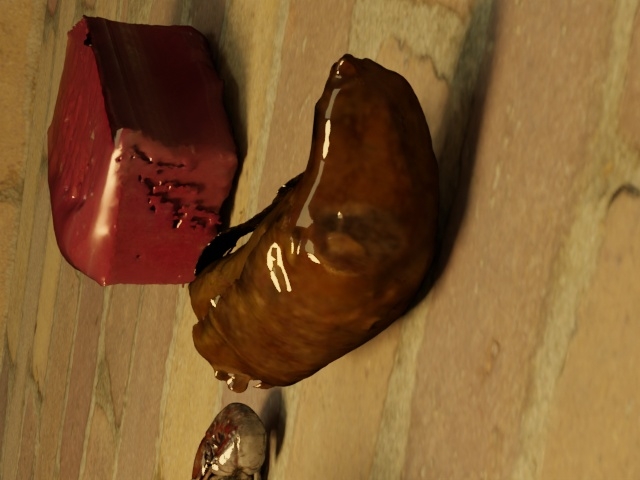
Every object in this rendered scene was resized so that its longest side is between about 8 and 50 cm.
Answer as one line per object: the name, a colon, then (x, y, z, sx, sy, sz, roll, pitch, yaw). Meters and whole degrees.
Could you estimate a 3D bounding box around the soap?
soap: (-0.166, -0.086, 1.428, 0.325, 0.127, 0.220, -109, 32, -54)

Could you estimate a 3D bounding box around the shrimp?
shrimp: (-0.072, 0.185, 1.165, 0.065, 0.057, 0.165, -121, 37, -52)

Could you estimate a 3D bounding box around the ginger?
ginger: (-0.006, 0.013, 0.935, 0.133, 0.107, 0.309, -66, 9, -23)
